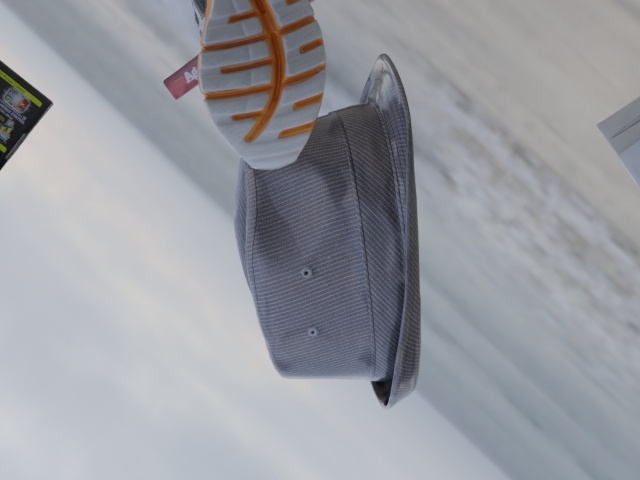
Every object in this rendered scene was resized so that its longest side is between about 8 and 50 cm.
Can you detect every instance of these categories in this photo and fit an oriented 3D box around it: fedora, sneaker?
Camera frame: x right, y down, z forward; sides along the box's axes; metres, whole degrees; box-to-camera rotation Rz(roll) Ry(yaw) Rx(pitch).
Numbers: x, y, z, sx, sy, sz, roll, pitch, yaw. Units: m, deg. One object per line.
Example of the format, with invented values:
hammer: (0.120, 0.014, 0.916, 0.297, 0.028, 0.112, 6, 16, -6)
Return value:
fedora: (0.000, 0.000, 1.247, 0.243, 0.124, 0.275, -106, 12, -60)
sneaker: (-0.047, -0.153, 1.078, 0.083, 0.084, 0.214, 169, 91, -86)

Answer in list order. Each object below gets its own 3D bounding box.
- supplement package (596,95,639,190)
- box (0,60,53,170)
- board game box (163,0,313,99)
supplement package: (0.423, -0.114, 2.016, 0.105, 0.105, 0.179, 54, -170, -12)
box: (-0.465, -0.150, 1.782, 0.270, 0.216, 0.060, 38, 169, -16)
board game box: (-0.026, -0.243, 1.633, 0.027, 0.281, 0.145, 53, -154, -9)
